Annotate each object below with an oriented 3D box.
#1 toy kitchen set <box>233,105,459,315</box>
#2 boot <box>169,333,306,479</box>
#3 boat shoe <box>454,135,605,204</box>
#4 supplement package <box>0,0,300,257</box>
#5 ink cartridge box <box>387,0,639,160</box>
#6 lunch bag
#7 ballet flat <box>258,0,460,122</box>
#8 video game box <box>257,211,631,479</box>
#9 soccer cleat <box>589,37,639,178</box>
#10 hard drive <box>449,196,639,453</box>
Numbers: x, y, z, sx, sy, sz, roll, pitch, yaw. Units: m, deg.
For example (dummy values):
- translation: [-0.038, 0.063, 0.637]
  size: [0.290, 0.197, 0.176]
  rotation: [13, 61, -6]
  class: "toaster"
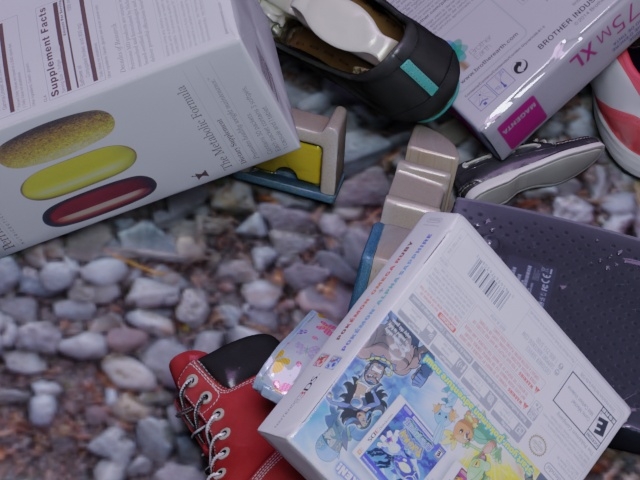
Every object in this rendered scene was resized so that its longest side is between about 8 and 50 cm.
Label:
- translation: [0.000, 0.000, 1.449]
  size: [0.166, 0.122, 0.207]
  rotation: [15, 31, 5]
  class: "toy kitchen set"
- translation: [-0.069, 0.162, 1.310]
  size: [0.176, 0.088, 0.244]
  rotation: [35, 48, 20]
  class: "boot"
- translation: [0.161, -0.060, 1.541]
  size: [0.125, 0.046, 0.038]
  rotation: [-22, 62, -13]
  class: "boat shoe"
- translation: [-0.159, -0.110, 1.428]
  size: [0.244, 0.139, 0.134]
  rotation: [-20, 53, 8]
  class: "supplement package"
- translation: [0.114, -0.221, 1.584]
  size: [0.186, 0.065, 0.311]
  rotation: [-42, 55, 0]
  class: "ink cartridge box"
- translation: [0.000, 0.094, 1.305]
  size: [0.071, 0.053, 0.083]
  rotation: [28, 32, 11]
  class: "lunch bag"
- translation: [-0.004, -0.182, 1.532]
  size: [0.280, 0.096, 0.095]
  rotation: [31, 87, 39]
  class: "ballet flat"
- translation: [0.085, 0.117, 1.279]
  size: [0.187, 0.205, 0.048]
  rotation: [-52, 27, -20]
  class: "video game box"
- translation: [0.236, -0.195, 1.611]
  size: [0.109, 0.116, 0.318]
  rotation: [-11, 54, -16]
  class: "soccer cleat"
- translation: [0.200, 0.070, 1.434]
  size: [0.255, 0.054, 0.172]
  rotation: [16, 52, 4]
  class: "hard drive"
